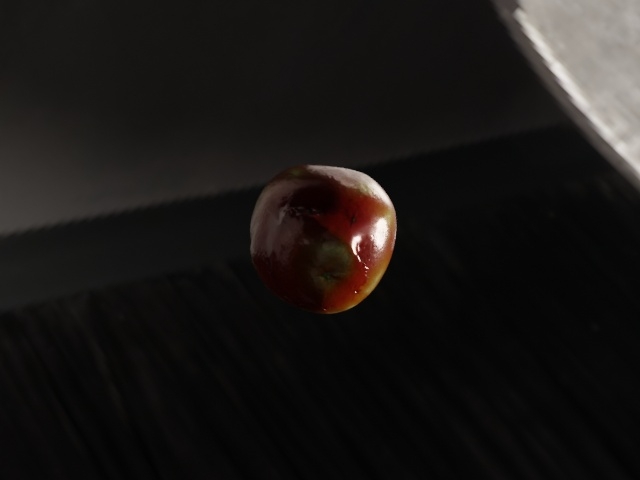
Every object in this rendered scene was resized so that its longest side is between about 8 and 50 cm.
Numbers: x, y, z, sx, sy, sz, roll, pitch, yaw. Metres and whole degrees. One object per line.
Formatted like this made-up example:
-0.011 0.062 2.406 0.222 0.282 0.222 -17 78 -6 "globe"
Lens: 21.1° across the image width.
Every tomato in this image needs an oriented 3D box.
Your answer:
0.000 0.000 0.978 0.087 0.075 0.087 2 108 5 "tomato"
